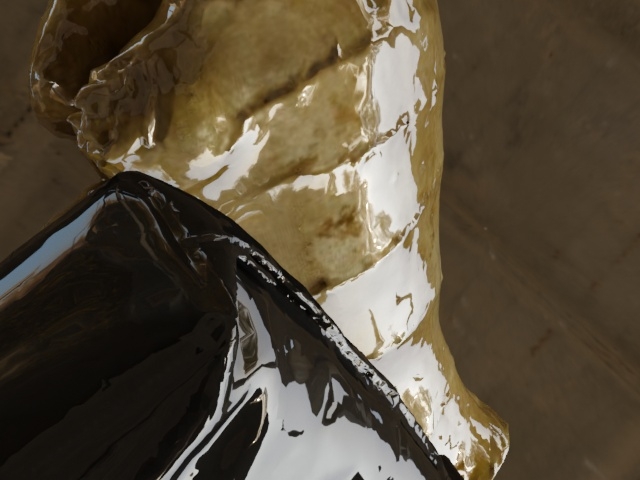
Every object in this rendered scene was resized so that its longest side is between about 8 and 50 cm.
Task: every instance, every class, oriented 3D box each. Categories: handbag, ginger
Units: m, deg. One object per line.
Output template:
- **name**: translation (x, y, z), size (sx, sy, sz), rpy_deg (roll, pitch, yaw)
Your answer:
- **handbag**: translation (-0.075, 0.120, 0.419), size (0.247, 0.223, 0.080), rpy_deg (-37, -131, 2)
- **ginger**: translation (-0.010, 0.014, 0.624), size (0.166, 0.236, 0.375), rpy_deg (-5, -63, 31)
